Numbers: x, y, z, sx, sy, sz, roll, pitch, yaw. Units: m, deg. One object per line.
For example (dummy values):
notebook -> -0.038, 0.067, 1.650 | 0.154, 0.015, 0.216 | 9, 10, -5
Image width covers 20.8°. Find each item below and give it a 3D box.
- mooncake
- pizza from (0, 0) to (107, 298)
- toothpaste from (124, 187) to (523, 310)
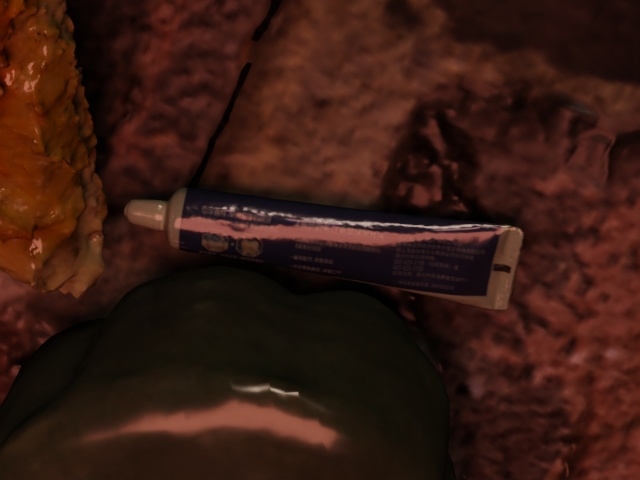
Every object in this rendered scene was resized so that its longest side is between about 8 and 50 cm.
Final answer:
mooncake -> -0.032, 0.092, 0.622 | 0.175, 0.104, 0.168 | 27, 116, -8
pizza -> -0.143, -0.088, 0.517 | 0.197, 0.058, 0.292 | 1, 132, 52
toothpaste -> 0.000, 0.000, 0.613 | 0.140, 0.021, 0.037 | 9, 126, 2
